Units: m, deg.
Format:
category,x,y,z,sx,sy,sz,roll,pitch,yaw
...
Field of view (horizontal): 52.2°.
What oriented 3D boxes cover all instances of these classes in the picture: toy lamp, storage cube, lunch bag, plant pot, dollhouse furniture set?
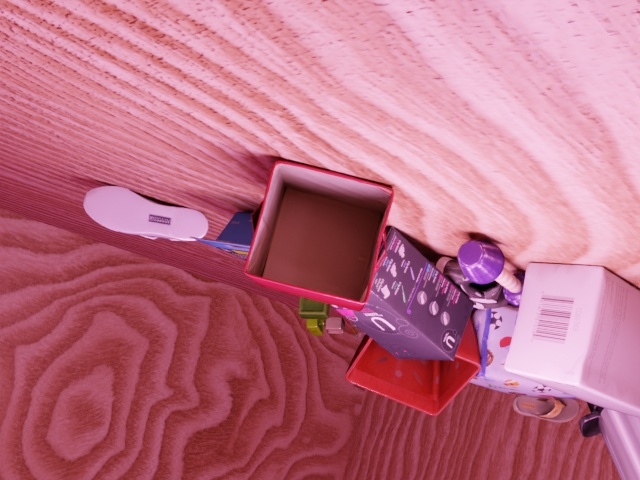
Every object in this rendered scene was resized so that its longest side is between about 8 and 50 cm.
category,x,y,z,sx,sy,sz,roll,pitch,yaw
toy lamp,0.326,0.061,1.197,0.080,0.080,0.275,7,167,39
storage cube,0.000,0.000,1.052,0.215,0.183,0.193,14,171,5
lunch bag,0.515,0.303,1.795,0.328,0.239,0.385,14,163,-5
plant pot,0.248,0.253,1.700,0.267,0.236,0.267,22,135,-3
dollhouse furniture set,0.104,0.192,1.986,0.301,0.151,0.197,-1,151,16

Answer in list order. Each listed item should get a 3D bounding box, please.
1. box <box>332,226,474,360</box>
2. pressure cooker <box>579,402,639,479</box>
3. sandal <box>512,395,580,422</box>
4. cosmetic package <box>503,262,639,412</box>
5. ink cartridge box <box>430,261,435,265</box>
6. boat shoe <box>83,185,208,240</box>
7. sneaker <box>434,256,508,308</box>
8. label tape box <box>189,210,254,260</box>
category,x,y,z,sx,sy,sz,roll,pitch,yaw
box,0.151,0.115,1.309,0.270,0.143,0.165,40,151,-26
pressure cooker,0.812,0.411,1.409,0.370,0.420,0.375,13,132,-22
sandal,0.621,0.456,1.790,0.180,0.072,0.049,6,150,6
cosmetic package,0.539,0.200,1.241,0.385,0.217,0.156,27,165,-37
ink cartridge box,0.216,0.093,1.495,0.143,0.090,0.092,10,169,22
boat shoe,-0.432,-0.058,1.624,0.301,0.108,0.102,10,170,-15
sneaker,0.345,0.099,1.371,0.234,0.078,0.106,25,168,-36
label tape box,-0.076,0.008,1.422,0.240,0.106,0.334,7,166,37
